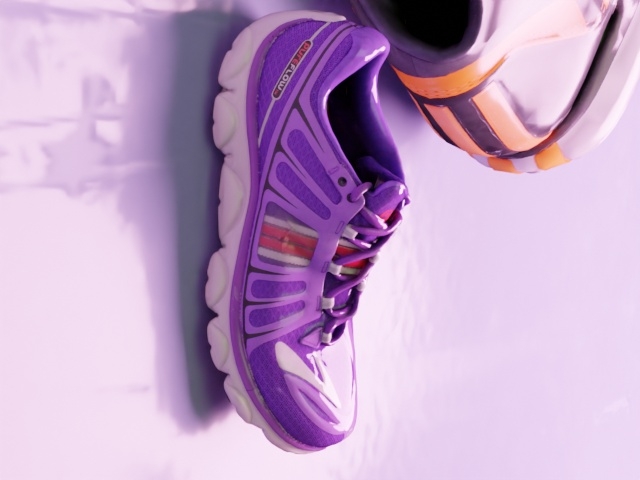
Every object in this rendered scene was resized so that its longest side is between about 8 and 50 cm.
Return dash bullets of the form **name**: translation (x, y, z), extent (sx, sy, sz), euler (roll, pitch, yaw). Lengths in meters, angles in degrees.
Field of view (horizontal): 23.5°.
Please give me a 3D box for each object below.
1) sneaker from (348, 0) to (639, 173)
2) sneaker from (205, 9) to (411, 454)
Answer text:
- **sneaker**: translation (0.099, -0.201, 0.656), extent (0.180, 0.125, 0.321), euler (34, 65, -56)
- **sneaker**: translation (0.000, 0.000, 0.575), extent (0.068, 0.071, 0.169), euler (-20, 111, -56)
